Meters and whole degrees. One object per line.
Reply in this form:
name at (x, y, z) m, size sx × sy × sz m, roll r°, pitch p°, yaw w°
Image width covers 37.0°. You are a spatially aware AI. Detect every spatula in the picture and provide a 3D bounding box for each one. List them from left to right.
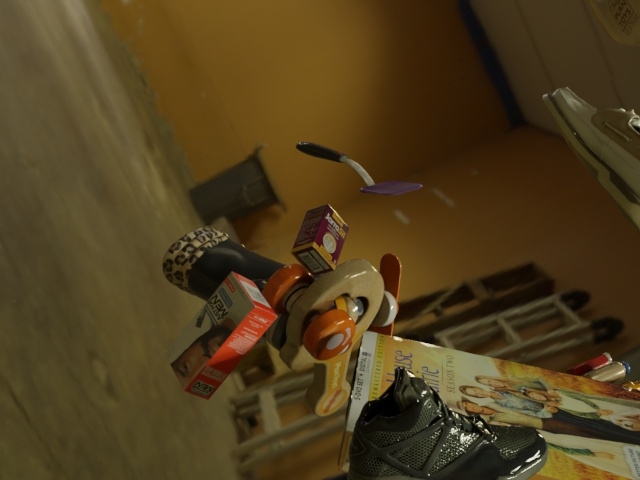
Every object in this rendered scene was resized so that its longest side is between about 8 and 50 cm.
spatula at (0.055, -0.124, 1.642) m, size 0.296 × 0.084 × 0.030 m, roll 31°, pitch -53°, yaw 43°

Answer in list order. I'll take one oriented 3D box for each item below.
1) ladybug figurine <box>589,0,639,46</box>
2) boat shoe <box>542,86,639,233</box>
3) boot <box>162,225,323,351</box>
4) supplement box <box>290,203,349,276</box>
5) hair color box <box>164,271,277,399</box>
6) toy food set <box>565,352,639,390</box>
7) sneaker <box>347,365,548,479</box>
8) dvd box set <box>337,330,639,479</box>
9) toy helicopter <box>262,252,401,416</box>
ladybug figurine at (0.534, -0.520, 1.580) m, size 0.305 × 0.161 × 0.450 m, roll 95°, pitch -10°, yaw -68°
boat shoe at (0.433, -0.135, 1.396) m, size 0.113 × 0.103 × 0.302 m, roll 39°, pitch 19°, yaw -46°
boot at (-0.089, 0.085, 1.736) m, size 0.284 × 0.138 × 0.377 m, roll 27°, pitch 14°, yaw 20°
supplement box at (0.000, 0.000, 1.333) m, size 0.055 × 0.043 × 0.083 m, roll 47°, pitch 43°, yaw -29°
hair color box at (-0.149, 0.140, 1.414) m, size 0.053 × 0.167 × 0.093 m, roll 30°, pitch 13°, yaw -42°
toy food set at (0.576, 0.302, 1.993) m, size 0.232 × 0.104 × 0.111 m, roll 118°, pitch -49°, yaw -70°
sneaker at (0.143, 0.205, 1.043) m, size 0.087 × 0.227 × 0.130 m, roll -113°, pitch -157°, yaw -71°
dvd box set at (0.243, 0.243, 1.256) m, size 0.308 × 0.420 × 0.062 m, roll -67°, pitch 169°, yaw -71°
toy helicopter at (0.035, 0.163, 1.580) m, size 0.140 × 0.235 × 0.355 m, roll 45°, pitch -33°, yaw 33°
